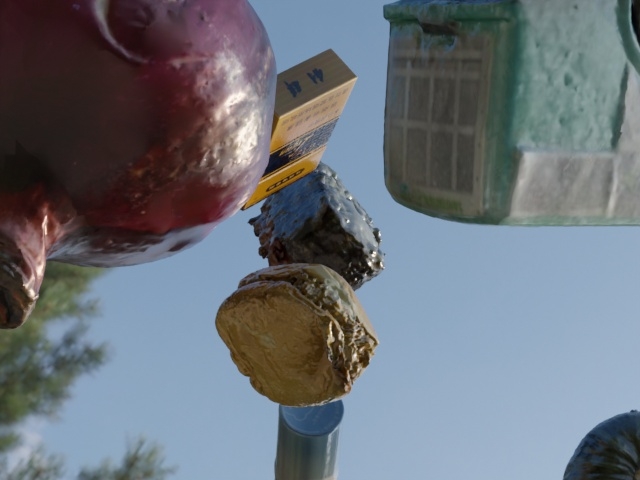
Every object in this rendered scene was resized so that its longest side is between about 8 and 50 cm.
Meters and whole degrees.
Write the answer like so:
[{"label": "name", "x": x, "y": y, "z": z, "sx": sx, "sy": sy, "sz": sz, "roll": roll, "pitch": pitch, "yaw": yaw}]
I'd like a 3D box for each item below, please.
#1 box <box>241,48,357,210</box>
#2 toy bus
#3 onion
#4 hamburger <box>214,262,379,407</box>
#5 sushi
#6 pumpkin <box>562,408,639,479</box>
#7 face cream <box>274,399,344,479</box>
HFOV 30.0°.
[{"label": "box", "x": -0.051, "y": -0.159, "z": 1.741, "sx": 0.070, "sy": 0.152, "sz": 0.237, "roll": 48, "pitch": -33, "yaw": 17}, {"label": "toy bus", "x": 0.148, "y": -0.054, "z": 0.466, "sx": 0.091, "sy": 0.262, "sz": 0.109, "roll": 19, "pitch": -74, "yaw": 60}, {"label": "onion", "x": -0.215, "y": -0.087, "z": 1.030, "sx": 0.348, "sy": 0.385, "sz": 0.347, "roll": 11, "pitch": -38, "yaw": 9}, {"label": "hamburger", "x": -0.021, "y": 0.089, "z": 1.110, "sx": 0.147, "sy": 0.083, "sz": 0.138, "roll": -11, "pitch": -66, "yaw": 40}, {"label": "sushi", "x": 0.000, "y": 0.000, "z": 2.061, "sx": 0.196, "sy": 0.343, "sz": 0.182, "roll": 39, "pitch": -75, "yaw": -22}, {"label": "pumpkin", "x": 0.402, "y": 0.317, "z": 1.485, "sx": 0.212, "sy": 0.211, "sz": 0.152, "roll": 17, "pitch": -30, "yaw": 17}, {"label": "face cream", "x": -0.017, "y": 0.269, "z": 1.420, "sx": 0.077, "sy": 0.077, "sz": 0.250, "roll": 21, "pitch": -41, "yaw": 13}]
